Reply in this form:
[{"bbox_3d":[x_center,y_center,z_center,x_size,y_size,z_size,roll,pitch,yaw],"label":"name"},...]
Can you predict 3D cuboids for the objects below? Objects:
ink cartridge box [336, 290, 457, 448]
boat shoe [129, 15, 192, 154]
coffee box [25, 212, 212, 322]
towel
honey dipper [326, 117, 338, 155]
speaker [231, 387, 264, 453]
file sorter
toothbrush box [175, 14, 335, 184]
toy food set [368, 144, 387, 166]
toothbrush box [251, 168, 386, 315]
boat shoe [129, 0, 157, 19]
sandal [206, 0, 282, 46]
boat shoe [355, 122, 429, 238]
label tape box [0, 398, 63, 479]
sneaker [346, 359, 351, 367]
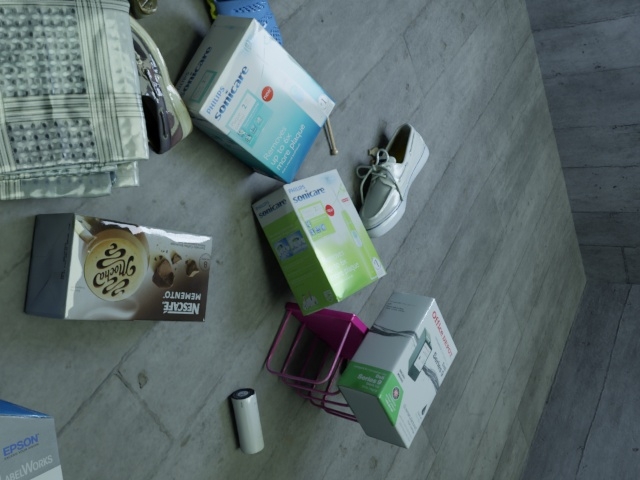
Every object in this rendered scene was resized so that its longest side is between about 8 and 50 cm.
[{"bbox_3d":[0.186,0.292,1.542,0.289,0.121,0.211,-54,133,-31],"label":"ink cartridge box"},{"bbox_3d":[-0.328,-0.279,1.185,0.092,0.103,0.285,-63,143,-36],"label":"boat shoe"},{"bbox_3d":[-0.340,0.055,1.167,0.297,0.119,0.168,12,81,-52],"label":"coffee box"},{"bbox_3d":[-0.428,-0.221,1.024,0.312,0.056,0.324,-9,100,-36],"label":"towel"},{"bbox_3d":[0.022,-0.293,1.708,0.030,0.030,0.160,-41,125,-44],"label":"honey dipper"},{"bbox_3d":[-0.161,0.401,1.477,0.055,0.055,0.136,-25,112,-50],"label":"speaker"},{"bbox_3d":[0.035,0.308,1.617,0.290,0.202,0.182,48,58,-43],"label":"file sorter"},{"bbox_3d":[-0.135,-0.286,1.379,0.295,0.126,0.216,37,79,-46],"label":"toothbrush box"},{"bbox_3d":[0.180,-0.235,1.929,0.122,0.019,0.078,-23,109,-50],"label":"toy food set"},{"bbox_3d":[0.000,0.000,1.542,0.206,0.122,0.283,-23,86,-50],"label":"toothbrush box"},{"bbox_3d":[-0.336,-0.486,1.218,0.056,0.048,0.153,-18,100,-39],"label":"boat shoe"},{"bbox_3d":[-0.163,-0.501,1.359,0.317,0.138,0.126,53,57,-41],"label":"sandal"},{"bbox_3d":[0.182,-0.185,1.829,0.156,0.136,0.367,53,57,-37],"label":"boat shoe"},{"bbox_3d":[-0.465,0.291,0.911,0.106,0.241,0.333,-17,105,-51],"label":"label tape box"},{"bbox_3d":[0.156,0.356,1.871,0.229,0.087,0.092,27,68,-52],"label":"sneaker"}]
